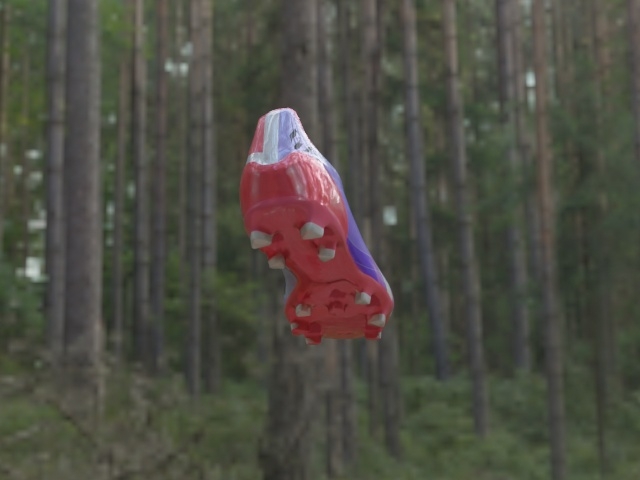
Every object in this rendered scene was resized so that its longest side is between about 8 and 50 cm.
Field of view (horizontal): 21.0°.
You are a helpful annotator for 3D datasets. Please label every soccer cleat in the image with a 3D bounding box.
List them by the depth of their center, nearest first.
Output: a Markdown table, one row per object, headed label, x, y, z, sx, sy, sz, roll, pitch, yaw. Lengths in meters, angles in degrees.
| label | x | y | z | sx | sy | sz | roll | pitch | yaw |
| --- | --- | --- | --- | --- | --- | --- | --- | --- | --- |
| soccer cleat | 0.000 | 0.000 | 1.215 | 0.083 | 0.095 | 0.248 | -6 | -25 | 12 |
